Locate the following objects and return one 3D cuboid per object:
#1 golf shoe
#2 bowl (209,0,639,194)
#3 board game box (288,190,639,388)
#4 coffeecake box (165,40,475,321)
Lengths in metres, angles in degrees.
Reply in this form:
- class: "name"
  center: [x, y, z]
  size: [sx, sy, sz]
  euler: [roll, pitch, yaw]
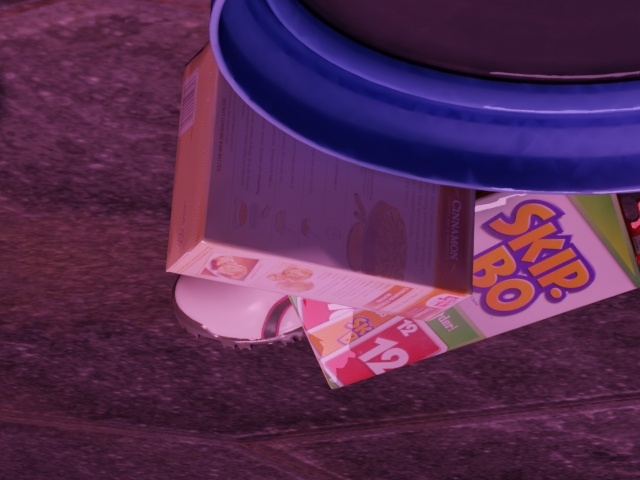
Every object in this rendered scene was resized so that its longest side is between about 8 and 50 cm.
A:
- class: "golf shoe"
  center: [0.000, 0.000, 1.439]
  size: [0.273, 0.105, 0.120]
  euler: [-13, 139, 22]
- class: "bowl"
  center: [0.136, -0.132, 1.070]
  size: [0.391, 0.077, 0.391]
  euler: [2, 159, 1]
- class: "board game box"
  center: [0.108, 0.014, 1.353]
  size: [0.259, 0.039, 0.124]
  euler: [-21, 128, 4]
- class: "coffeecake box"
  center: [0.004, -0.038, 1.242]
  size: [0.185, 0.142, 0.068]
  euler: [12, 158, -21]
